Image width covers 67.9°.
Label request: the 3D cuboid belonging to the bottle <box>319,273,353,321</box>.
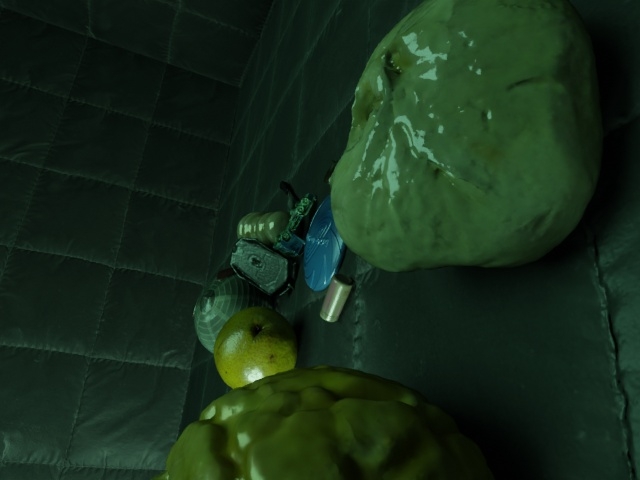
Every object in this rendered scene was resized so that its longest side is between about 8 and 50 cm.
[{"bbox_3d":[0.031,0.118,0.970,0.045,0.045,0.096,-118,43,-61],"label":"bottle"}]

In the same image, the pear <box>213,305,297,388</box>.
[{"bbox_3d":[-0.150,0.259,1.145,0.209,0.209,0.208,-166,90,-70],"label":"pear"}]

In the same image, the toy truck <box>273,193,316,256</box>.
[{"bbox_3d":[-0.054,-0.040,1.283,0.175,0.081,0.067,-62,17,-17],"label":"toy truck"}]

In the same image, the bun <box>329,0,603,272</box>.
[{"bbox_3d":[0.138,-0.124,0.553,0.361,0.213,0.361,-26,58,51],"label":"bun"}]

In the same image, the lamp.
[{"bbox_3d":[-0.257,0.206,1.399,0.265,0.233,0.233,-57,18,-8],"label":"lamp"}]

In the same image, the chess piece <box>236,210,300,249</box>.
[{"bbox_3d":[-0.149,-0.028,1.421,0.261,0.143,0.142,-4,73,64],"label":"chess piece"}]

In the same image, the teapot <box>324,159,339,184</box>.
[{"bbox_3d":[0.059,-0.141,1.030,0.121,0.076,0.068,31,98,41],"label":"teapot"}]

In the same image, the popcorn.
[{"bbox_3d":[-0.005,0.294,0.525,0.390,0.344,0.354,-52,12,25],"label":"popcorn"}]

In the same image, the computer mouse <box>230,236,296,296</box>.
[{"bbox_3d":[-0.156,0.068,1.347,0.126,0.231,0.071,-66,-21,10],"label":"computer mouse"}]

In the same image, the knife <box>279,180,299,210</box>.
[{"bbox_3d":[-0.094,-0.128,1.501,0.230,0.028,0.060,-125,39,-60],"label":"knife"}]

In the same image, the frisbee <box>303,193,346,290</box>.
[{"bbox_3d":[0.000,0.000,1.133,0.242,0.045,0.242,-167,90,-69],"label":"frisbee"}]
